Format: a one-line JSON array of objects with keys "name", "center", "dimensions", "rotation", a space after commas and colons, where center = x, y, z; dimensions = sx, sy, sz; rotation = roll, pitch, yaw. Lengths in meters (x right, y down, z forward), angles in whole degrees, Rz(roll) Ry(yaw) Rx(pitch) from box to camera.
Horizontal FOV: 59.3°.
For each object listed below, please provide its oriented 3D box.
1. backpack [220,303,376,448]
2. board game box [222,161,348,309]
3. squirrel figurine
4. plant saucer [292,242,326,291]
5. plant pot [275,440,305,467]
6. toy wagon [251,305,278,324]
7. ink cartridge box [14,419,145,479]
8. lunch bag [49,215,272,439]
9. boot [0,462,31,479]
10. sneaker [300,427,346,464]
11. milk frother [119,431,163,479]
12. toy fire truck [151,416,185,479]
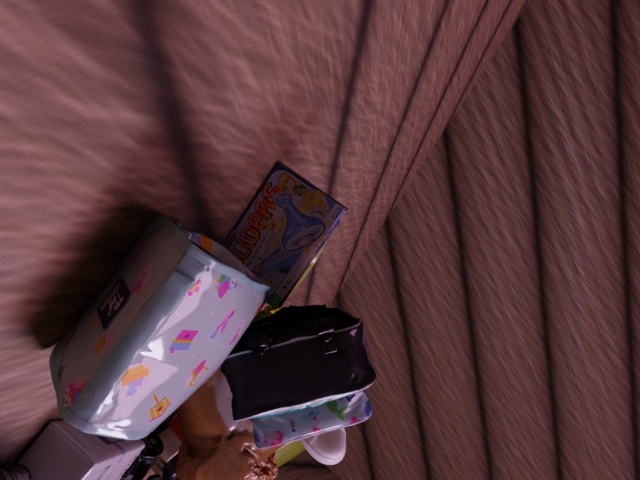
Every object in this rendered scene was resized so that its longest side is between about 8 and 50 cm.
[{"name": "backpack", "center": [-0.034, 0.193, 0.879], "dimensions": [0.225, 0.191, 0.253], "rotation": [-13, -173, -6]}, {"name": "board game box", "center": [-0.067, -0.008, 0.919], "dimensions": [0.201, 0.136, 0.035], "rotation": [-56, 171, 9]}, {"name": "squirrel figurine", "center": [-0.183, 0.333, 1.154], "dimensions": [0.370, 0.281, 0.396], "rotation": [165, -62, -74]}, {"name": "plant saucer", "center": [-0.064, 0.071, 1.514], "dimensions": [0.241, 0.037, 0.241], "rotation": [-51, 170, -13]}, {"name": "plant pot", "center": [-0.210, 0.529, 1.623], "dimensions": [0.353, 0.366, 0.366], "rotation": [-36, 163, -28]}, {"name": "toy wagon", "center": [-0.146, 0.311, 1.431], "dimensions": [0.267, 0.344, 0.068], "rotation": [-20, 141, 18]}, {"name": "ink cartridge box", "center": [-0.372, 0.350, 0.833], "dimensions": [0.154, 0.093, 0.212], "rotation": [-52, 169, -10]}, {"name": "lunch bag", "center": [-0.184, 0.096, 0.661], "dimensions": [0.223, 0.160, 0.262], "rotation": [-53, 176, -4]}, {"name": "boot", "center": [-0.432, 0.357, 0.621], "dimensions": [0.246, 0.083, 0.161], "rotation": [-47, 174, -29]}, {"name": "sneaker", "center": [-0.008, 0.322, 1.200], "dimensions": [0.106, 0.290, 0.123], "rotation": [-2, 143, -27]}, {"name": "milk frother", "center": [-0.403, 0.459, 1.114], "dimensions": [0.143, 0.129, 0.134], "rotation": [26, 103, -37]}, {"name": "toy fire truck", "center": [-0.320, 0.455, 1.381], "dimensions": [0.246, 0.158, 0.217], "rotation": [-35, 160, -35]}]
